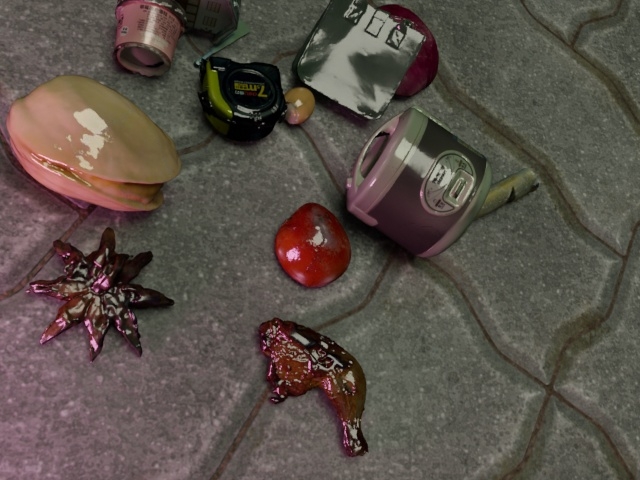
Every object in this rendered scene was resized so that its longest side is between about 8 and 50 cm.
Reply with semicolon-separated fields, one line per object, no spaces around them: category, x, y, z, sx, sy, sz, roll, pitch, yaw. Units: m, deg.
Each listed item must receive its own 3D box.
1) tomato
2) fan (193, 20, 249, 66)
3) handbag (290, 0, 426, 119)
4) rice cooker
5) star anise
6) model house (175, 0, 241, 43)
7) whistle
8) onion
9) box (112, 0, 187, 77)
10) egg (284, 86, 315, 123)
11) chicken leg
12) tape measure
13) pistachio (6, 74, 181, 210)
tomato;0.000;0.000;1.498;0.173;0.099;0.189;44;56;1
fan;-0.233;-0.463;1.644;0.038;0.016;0.193;42;57;-5
handbag;0.089;-0.449;1.678;0.247;0.079;0.260;30;94;-11
rice cooker;0.210;-0.133;1.549;0.277;0.288;0.288;34;59;-8
star anise;-0.397;0.094;1.277;0.272;0.102;0.272;8;68;-21
model house;-0.281;-0.592;1.571;0.215;0.198;0.224;9;65;-15
whistle;0.431;-0.106;1.766;0.326;0.057;0.068;-23;67;-30
onion;0.209;-0.505;1.789;0.250;0.111;0.247;53;49;-2
box;-0.373;-0.437;1.498;0.151;0.151;0.135;12;73;-19
egg;-0.051;-0.317;1.626;0.080;0.080;0.096;46;50;0
chicken leg;-0.002;0.281;1.395;0.322;0.083;0.177;37;67;-4
tape measure;-0.177;-0.309;1.549;0.199;0.112;0.186;1;61;-18
pistachio;-0.426;-0.177;1.320;0.321;0.229;0.238;24;33;-25
